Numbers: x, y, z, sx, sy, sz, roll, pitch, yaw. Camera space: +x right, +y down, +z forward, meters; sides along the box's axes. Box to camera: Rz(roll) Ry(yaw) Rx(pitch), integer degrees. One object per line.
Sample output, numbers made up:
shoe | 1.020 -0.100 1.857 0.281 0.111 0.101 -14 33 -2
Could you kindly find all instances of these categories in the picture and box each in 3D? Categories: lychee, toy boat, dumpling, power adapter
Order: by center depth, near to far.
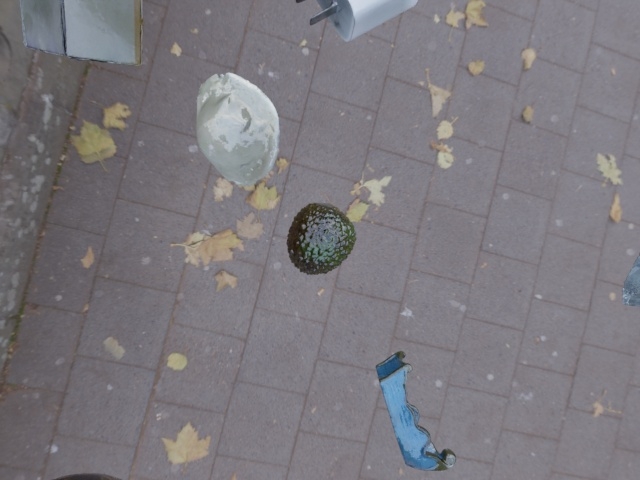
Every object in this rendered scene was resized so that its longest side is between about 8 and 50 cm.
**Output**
toy boat | 0.144 0.262 0.616 0.077 0.075 0.186 -17 92 3
dumpling | -0.138 -0.191 0.728 0.154 0.181 0.112 -9 53 27
power adapter | 0.069 -0.552 0.886 0.255 0.124 0.187 -31 84 -9
lychee | 0.000 0.000 0.928 0.170 0.171 0.172 0 90 -7

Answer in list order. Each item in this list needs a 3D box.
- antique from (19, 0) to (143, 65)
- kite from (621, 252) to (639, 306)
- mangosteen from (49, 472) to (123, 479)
antique | -0.372 -0.366 0.654 0.151 0.147 0.147 23 114 31
kite | 0.311 -0.029 0.309 0.141 0.015 0.245 -8 121 29
mangosteen | -0.211 0.270 0.321 0.172 0.183 0.173 2 87 -48
